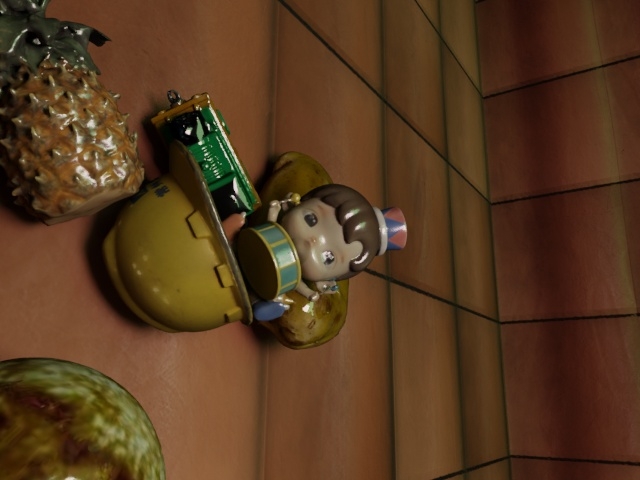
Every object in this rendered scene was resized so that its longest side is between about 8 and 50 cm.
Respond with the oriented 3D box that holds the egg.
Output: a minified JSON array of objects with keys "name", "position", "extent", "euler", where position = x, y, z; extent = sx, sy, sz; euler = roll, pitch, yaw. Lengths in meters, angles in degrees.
[{"name":"egg","position":[-0.263,0.232,0.454],"extent":[0.289,0.238,0.238],"euler":[-49,124,-40]}]

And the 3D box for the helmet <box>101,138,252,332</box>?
[{"name":"helmet","position":[-0.191,0.021,0.703],"extent":[0.140,0.205,0.257],"euler":[-26,120,-17]}]

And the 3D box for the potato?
[{"name":"potato","position":[-0.038,0.010,0.976],"extent":[0.176,0.195,0.369],"euler":[115,-19,-57]}]

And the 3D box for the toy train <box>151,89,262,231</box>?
[{"name":"toy train","position":[-0.157,-0.105,0.803],"extent":[0.136,0.091,0.228],"euler":[-121,-174,-66]}]

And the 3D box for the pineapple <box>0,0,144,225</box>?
[{"name":"pineapple","position":[-0.298,-0.180,0.616],"extent":[0.170,0.141,0.310],"euler":[-26,98,-51]}]

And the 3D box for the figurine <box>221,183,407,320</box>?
[{"name":"figurine","position":[-0.005,0.002,0.790],"extent":[0.275,0.158,0.161],"euler":[-27,94,-33]}]
